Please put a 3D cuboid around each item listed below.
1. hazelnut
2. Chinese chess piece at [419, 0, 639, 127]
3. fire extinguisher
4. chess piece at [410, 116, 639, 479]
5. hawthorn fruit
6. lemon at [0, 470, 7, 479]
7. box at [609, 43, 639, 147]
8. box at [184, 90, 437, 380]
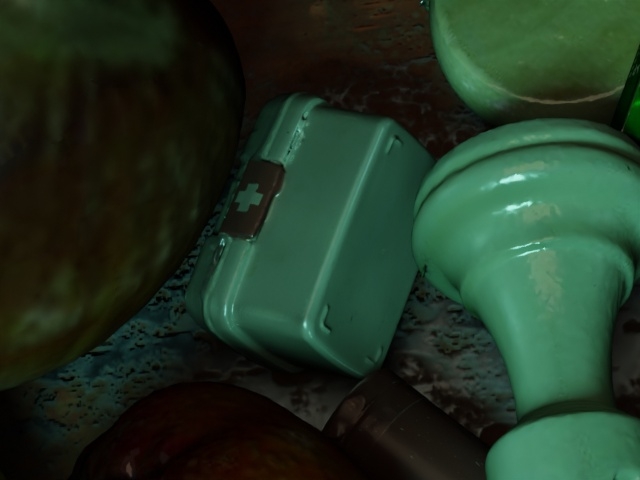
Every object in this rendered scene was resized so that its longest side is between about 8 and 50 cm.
[{"bbox_3d":[-0.257,-0.076,1.163,0.421,0.421,0.352,-24,56,3],"label":"hazelnut"},{"bbox_3d":[0.202,-0.192,1.298,0.238,0.092,0.237,-4,72,11],"label":"Chinese chess piece"},{"bbox_3d":[0.125,0.206,1.170,0.269,0.105,0.105,37,82,21],"label":"fire extinguisher"},{"bbox_3d":[0.169,0.079,1.122,0.195,0.194,0.299,-9,53,9],"label":"chess piece"},{"bbox_3d":[-0.064,0.250,1.095,0.311,0.295,0.295,15,72,-20],"label":"hawthorn fruit"},{"bbox_3d":[-0.344,0.253,1.163,0.258,0.258,0.310,35,107,20],"label":"lemon"},{"bbox_3d":[0.347,-0.091,1.210,0.235,0.034,0.132,24,77,-9],"label":"box"},{"bbox_3d":[0.000,0.000,1.238,0.129,0.148,0.210,11,73,36],"label":"box"}]
